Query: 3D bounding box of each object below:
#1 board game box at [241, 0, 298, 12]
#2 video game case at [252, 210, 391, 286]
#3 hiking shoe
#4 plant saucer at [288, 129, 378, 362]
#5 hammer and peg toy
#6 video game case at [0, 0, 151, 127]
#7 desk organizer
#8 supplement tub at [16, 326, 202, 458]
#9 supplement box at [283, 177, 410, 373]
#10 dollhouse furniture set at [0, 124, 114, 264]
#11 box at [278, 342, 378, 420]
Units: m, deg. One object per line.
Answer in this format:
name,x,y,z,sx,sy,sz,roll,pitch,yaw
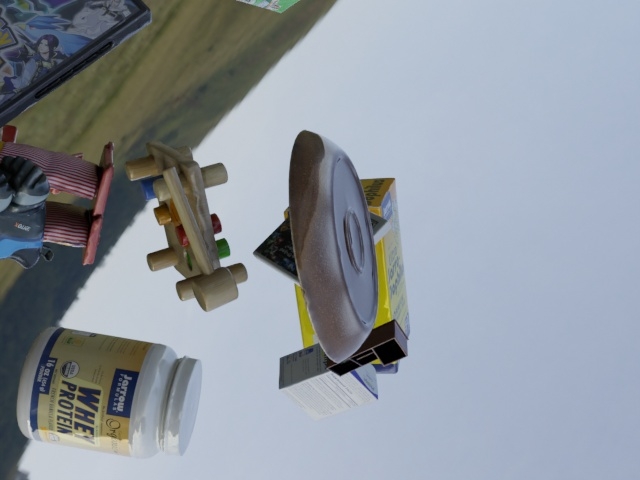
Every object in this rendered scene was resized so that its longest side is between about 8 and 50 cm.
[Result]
board game box,-0.046,-0.384,1.138,0.317,0.214,0.046,-18,-108,50
video game case,0.000,0.000,1.559,0.173,0.022,0.190,-45,-137,-15
hiking shoe,-0.442,-0.002,0.992,0.113,0.304,0.132,-129,-142,-51
plant saucer,0.026,0.003,1.216,0.050,0.310,0.310,-10,-144,14
hammer and peg toy,-0.214,-0.030,1.578,0.127,0.265,0.361,-18,-159,-22
video game case,-0.398,-0.309,1.164,0.248,0.275,0.035,-41,171,-19
desk organizer,0.074,0.181,1.482,0.130,0.047,0.050,-27,-157,17
supplement tub,-0.407,0.302,1.814,0.228,0.316,0.228,9,90,-87
supplement box,0.062,0.071,1.876,0.195,0.356,0.194,-2,-160,15
dollhouse furniture set,-0.423,-0.115,1.357,0.374,0.201,0.152,-123,-133,-63
box,0.014,0.248,1.653,0.137,0.126,0.072,-22,-137,21
